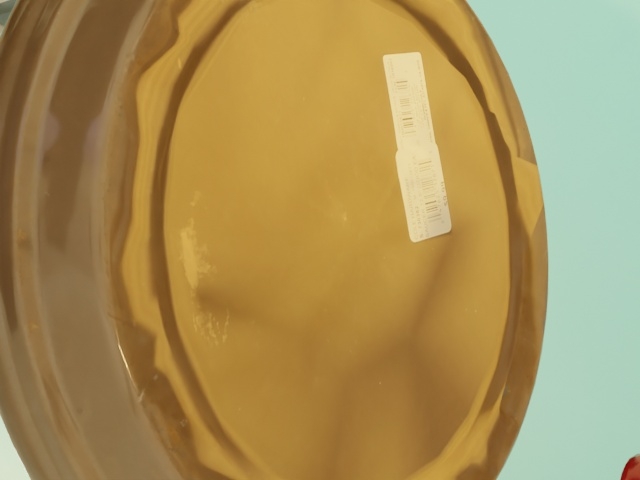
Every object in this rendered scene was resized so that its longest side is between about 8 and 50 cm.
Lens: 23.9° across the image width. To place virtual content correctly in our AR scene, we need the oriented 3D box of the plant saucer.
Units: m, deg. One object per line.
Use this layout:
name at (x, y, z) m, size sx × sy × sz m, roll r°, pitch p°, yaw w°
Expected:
plant saucer at (0.000, 0.000, 0.539) m, size 0.041 × 0.278 × 0.278 m, roll -7°, pitch 129°, yaw 43°

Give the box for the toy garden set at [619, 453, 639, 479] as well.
toy garden set at (0.092, 0.122, 0.219) m, size 0.049 × 0.204 × 0.244 m, roll 47°, pitch 168°, yaw -31°

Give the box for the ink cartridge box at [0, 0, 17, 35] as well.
ink cartridge box at (-0.138, -0.218, 1.070) m, size 0.261 × 0.066 × 0.296 m, roll -17°, pitch 150°, yaw -25°
